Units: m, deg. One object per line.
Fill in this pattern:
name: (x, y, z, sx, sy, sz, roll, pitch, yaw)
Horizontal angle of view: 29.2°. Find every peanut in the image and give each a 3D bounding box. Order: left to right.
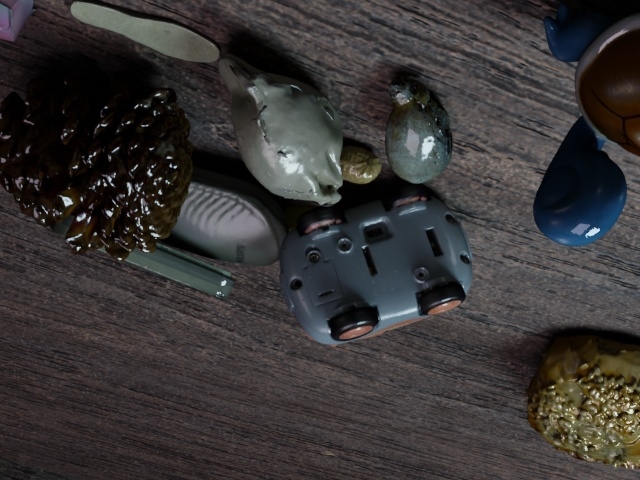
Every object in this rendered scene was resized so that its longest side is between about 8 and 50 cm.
peanut: (0.026, -0.106, 1.653, 0.113, 0.054, 0.054, 9, 150, 7)

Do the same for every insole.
insole: (-0.217, -0.261, 1.522, 0.192, 0.010, 0.063, 16, 150, -7)

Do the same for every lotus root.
lotus root: (0.122, -0.135, 1.540, 0.088, 0.088, 0.165, 4, 139, 15)

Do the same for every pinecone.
pinecone: (-0.305, -0.107, 1.604, 0.292, 0.246, 0.246, 20, 157, 31)

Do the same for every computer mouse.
computer mouse: (-0.202, -0.039, 1.789, 0.330, 0.095, 0.197, 15, 151, 7)

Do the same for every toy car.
toy car: (0.075, 0.052, 1.734, 0.270, 0.181, 0.212, -16, 162, -9)

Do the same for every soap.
soap: (-0.425, -0.302, 1.488, 0.149, 0.056, 0.100, 17, 152, -6)

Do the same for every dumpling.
dumpling: (-0.058, -0.145, 1.551, 0.172, 0.142, 0.247, 27, 153, 50)

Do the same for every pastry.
pastry: (0.469, 0.283, 2.034, 0.255, 0.162, 0.311, -4, 148, 23)

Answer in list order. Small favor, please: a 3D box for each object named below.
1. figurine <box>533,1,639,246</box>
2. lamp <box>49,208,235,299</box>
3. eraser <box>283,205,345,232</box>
figurine: (0.374, -0.179, 1.270, 0.298, 0.243, 0.416, 39, 122, -23)
lamp: (-0.277, 0.012, 1.828, 0.269, 0.047, 0.266, 23, 177, -18)
eraser: (0.000, 0.000, 1.846, 0.097, 0.045, 0.122, 5, 149, 16)
